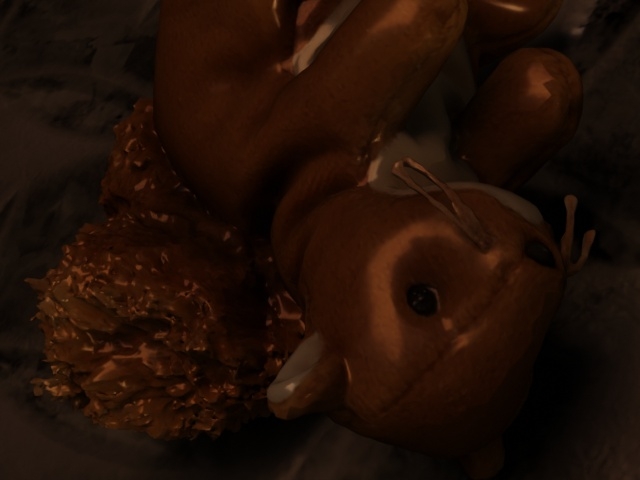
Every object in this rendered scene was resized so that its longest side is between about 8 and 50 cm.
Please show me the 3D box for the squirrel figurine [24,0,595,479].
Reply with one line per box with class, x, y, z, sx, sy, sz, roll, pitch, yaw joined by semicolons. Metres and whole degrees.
squirrel figurine;0.000;0.000;0.936;0.397;0.281;0.370;-36;51;27
